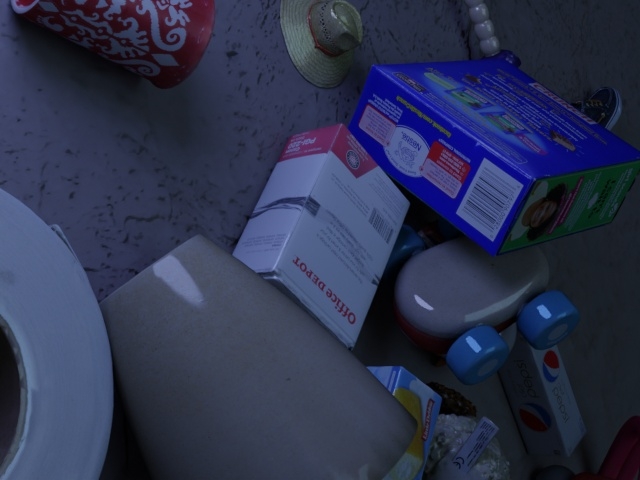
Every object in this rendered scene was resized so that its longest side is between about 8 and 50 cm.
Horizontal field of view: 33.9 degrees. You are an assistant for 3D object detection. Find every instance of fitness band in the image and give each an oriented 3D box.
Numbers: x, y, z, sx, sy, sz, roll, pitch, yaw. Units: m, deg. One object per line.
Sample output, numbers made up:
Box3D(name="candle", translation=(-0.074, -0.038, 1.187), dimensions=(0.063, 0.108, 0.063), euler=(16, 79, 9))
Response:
Box3D(name="fitness band", translation=(0.469, 0.406, 1.620), dimensions=(0.209, 0.054, 0.291), euler=(-70, 174, -55))

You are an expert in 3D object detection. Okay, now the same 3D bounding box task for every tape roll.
Box3D(name="tape roll", translation=(-0.341, 0.127, 0.843), dimensions=(0.392, 0.072, 0.392), euler=(9, 78, -47))

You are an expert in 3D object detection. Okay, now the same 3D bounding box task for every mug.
Box3D(name="mug", translation=(-0.211, -0.237, 1.030), dimensions=(0.169, 0.150, 0.113), euler=(19, 108, -41))

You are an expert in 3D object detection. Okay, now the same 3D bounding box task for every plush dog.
Box3D(name="plush dog", translation=(0.179, 0.298, 1.339), dimensions=(0.225, 0.210, 0.262), euler=(-6, 92, -75))

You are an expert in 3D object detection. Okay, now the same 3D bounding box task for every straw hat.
Box3D(name="straw hat", translation=(0.018, -0.264, 1.299), dimensions=(0.144, 0.061, 0.144), euler=(9, 78, -48))

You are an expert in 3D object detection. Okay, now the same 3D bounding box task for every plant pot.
Box3D(name="plant pot", translation=(-0.090, 0.141, 1.017), dimensions=(0.274, 0.256, 0.256), euler=(54, 46, -2))

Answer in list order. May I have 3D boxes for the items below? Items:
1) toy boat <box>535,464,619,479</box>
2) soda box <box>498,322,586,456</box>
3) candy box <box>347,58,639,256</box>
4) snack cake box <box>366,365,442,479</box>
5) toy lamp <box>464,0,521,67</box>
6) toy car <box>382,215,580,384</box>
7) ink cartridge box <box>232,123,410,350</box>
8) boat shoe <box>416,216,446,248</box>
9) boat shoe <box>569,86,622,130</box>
Box3D(name="toy boat", translation=(0.317, 0.458, 1.503), dimensions=(0.318, 0.148, 0.267), euler=(-50, 117, -30))
Box3D(name="soda box", translation=(0.323, 0.215, 1.571), dimensions=(0.069, 0.074, 0.216), euler=(-38, 113, -44))
Box3D(name="candy box", translation=(0.233, -0.121, 1.370), dimensions=(0.317, 0.268, 0.122), euler=(-13, 136, -47))
Box3D(name="snack cake box", translation=(0.023, 0.276, 1.171), dimensions=(0.089, 0.152, 0.264), euler=(40, 57, -38))
Box3D(name="toy lamp", translation=(0.217, -0.371, 1.522), dimensions=(0.080, 0.080, 0.275), euler=(-43, 116, -42))
Box3D(name="toy car", translation=(0.187, 0.109, 1.379), dimensions=(0.210, 0.219, 0.238), euler=(-23, 145, -20))
Box3D(name="ink cartridge box", translation=(0.000, 0.000, 1.224), dimensions=(0.158, 0.092, 0.218), euler=(47, 52, -34))
Box3D(name="boat shoe", translation=(0.179, 0.028, 1.459), dimensions=(0.043, 0.049, 0.137), euler=(-34, 121, 1))
Box3D(name="boat shoe", translation=(0.454, -0.217, 1.776), dimensions=(0.083, 0.065, 0.183), euler=(53, 51, -31))
